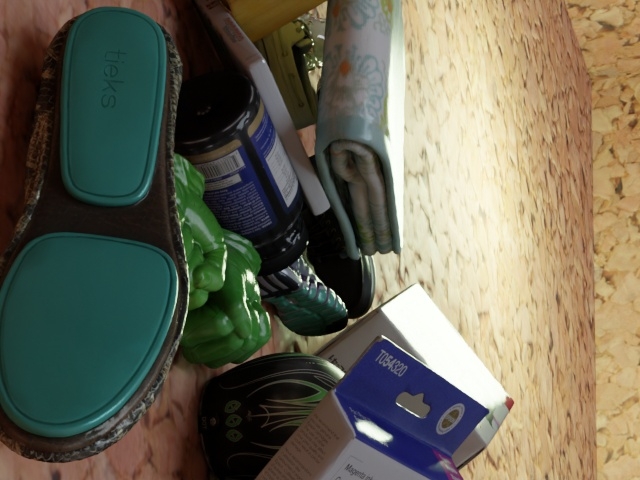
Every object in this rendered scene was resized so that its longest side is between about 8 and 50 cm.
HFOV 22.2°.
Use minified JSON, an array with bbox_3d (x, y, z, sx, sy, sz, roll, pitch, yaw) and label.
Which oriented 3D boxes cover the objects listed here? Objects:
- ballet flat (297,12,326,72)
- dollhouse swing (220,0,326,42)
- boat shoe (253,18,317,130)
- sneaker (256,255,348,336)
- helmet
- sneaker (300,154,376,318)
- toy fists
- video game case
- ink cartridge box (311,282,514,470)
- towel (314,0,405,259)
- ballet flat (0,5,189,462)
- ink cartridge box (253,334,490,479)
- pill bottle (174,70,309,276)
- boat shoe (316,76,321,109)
[{"bbox_3d":[0.004,-0.274,2.213,0.241,0.077,0.091,-29,110,-69],"label":"ballet flat"},{"bbox_3d":[-0.077,-0.475,1.794,0.305,0.315,0.347,34,40,-43],"label":"dollhouse swing"},{"bbox_3d":[-0.044,-0.248,2.063,0.083,0.076,0.226,-18,100,-71],"label":"boat shoe"},{"bbox_3d":[-0.027,0.042,1.992,0.223,0.083,0.098,48,33,-58],"label":"sneaker"},{"bbox_3d":[-0.034,0.198,1.775,0.169,0.161,0.169,-8,90,-71],"label":"helmet"},{"bbox_3d":[0.000,0.000,2.107,0.118,0.083,0.222,-14,89,-63],"label":"sneaker"},{"bbox_3d":[-0.128,0.031,1.678,0.279,0.096,0.142,57,32,-53],"label":"toy fists"},{"bbox_3d":[-0.070,-0.164,1.874,0.206,0.026,0.227,54,-8,50],"label":"video game case"},{"bbox_3d":[0.123,0.189,2.112,0.226,0.131,0.306,52,11,4],"label":"ink cartridge box"},{"bbox_3d":[0.052,-0.181,1.971,0.374,0.090,0.320,77,13,-67],"label":"towel"},{"bbox_3d":[-0.196,0.014,1.413,0.182,0.164,0.483,107,-13,-51],"label":"ballet flat"},{"bbox_3d":[0.038,0.284,1.740,0.071,0.330,0.324,43,4,33],"label":"ink cartridge box"},{"bbox_3d":[-0.091,-0.067,1.783,0.123,0.123,0.219,-79,154,-44],"label":"pill bottle"},{"bbox_3d":[0.050,-0.139,2.303,0.219,0.078,0.070,52,33,-41],"label":"boat shoe"}]
